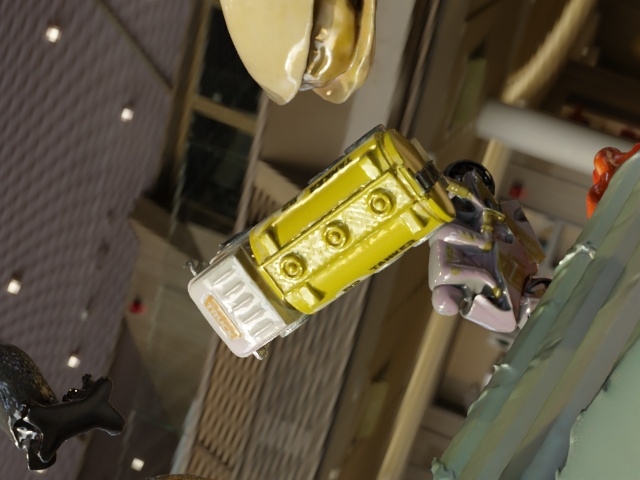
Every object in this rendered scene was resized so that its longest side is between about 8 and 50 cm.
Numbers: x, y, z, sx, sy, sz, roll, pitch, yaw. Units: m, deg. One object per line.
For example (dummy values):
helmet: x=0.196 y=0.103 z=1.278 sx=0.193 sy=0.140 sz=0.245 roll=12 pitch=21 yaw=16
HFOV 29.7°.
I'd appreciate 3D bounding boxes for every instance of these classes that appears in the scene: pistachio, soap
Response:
pistachio: x=-0.027 y=-0.333 z=1.534 sx=0.238 sy=0.229 sz=0.321 roll=171 pitch=92 yaw=-67
soap: x=0.254 y=0.075 z=0.856 sx=0.446 sy=0.156 sz=0.261 roll=-50 pitch=5 yaw=-34

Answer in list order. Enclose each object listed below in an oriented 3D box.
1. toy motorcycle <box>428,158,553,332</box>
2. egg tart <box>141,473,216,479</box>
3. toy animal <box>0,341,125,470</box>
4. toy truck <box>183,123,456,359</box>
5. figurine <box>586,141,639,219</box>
toy motorcycle: x=0.172 y=0.022 z=1.321 sx=0.152 sy=0.225 sz=0.073 roll=-25 pitch=-14 yaw=-25
egg tart: x=-0.145 y=0.350 z=1.206 sx=0.094 sy=0.234 sz=0.234 roll=85 pitch=-152 yaw=-75
toy animal: x=-0.325 y=0.174 z=1.318 sx=0.121 sy=0.210 sz=0.117 roll=-24 pitch=-54 yaw=-44
toy truck: x=0.000 y=0.000 z=0.923 sx=0.227 sy=0.098 sz=0.114 roll=-36 pitch=2 yaw=25
figurine: x=0.423 y=-0.096 z=1.202 sx=0.241 sy=0.306 sz=0.412 roll=-45 pitch=-34 yaw=-44
